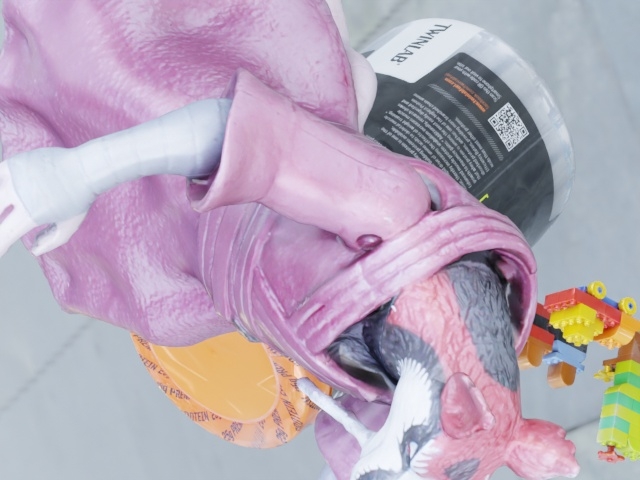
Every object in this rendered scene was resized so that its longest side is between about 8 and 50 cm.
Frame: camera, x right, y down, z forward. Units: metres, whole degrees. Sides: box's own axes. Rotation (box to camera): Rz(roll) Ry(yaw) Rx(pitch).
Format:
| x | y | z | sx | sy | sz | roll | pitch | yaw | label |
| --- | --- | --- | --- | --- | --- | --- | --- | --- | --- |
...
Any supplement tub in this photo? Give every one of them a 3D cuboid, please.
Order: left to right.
| x | y | z | sx | sy | sz | roll | pitch | yaw | label |
| --- | --- | --- | --- | --- | --- | --- | --- | --- | --- |
| 0.024 | -0.007 | 1.371 | 0.207 | 0.338 | 0.207 | 24 | 134 | 27 | supplement tub |

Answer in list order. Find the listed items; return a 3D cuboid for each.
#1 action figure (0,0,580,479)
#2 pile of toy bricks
| x | y | z | sx | sy | sz | roll | pitch | yaw | label |
| --- | --- | --- | --- | --- | --- | --- | --- | --- | --- |
| 0.000 | 0.000 | 0.807 | 0.370 | 0.275 | 0.248 | 35 | 152 | 44 | action figure |
| 0.230 | 0.116 | 1.364 | 0.118 | 0.212 | 0.105 | -21 | 50 | 52 | pile of toy bricks |
